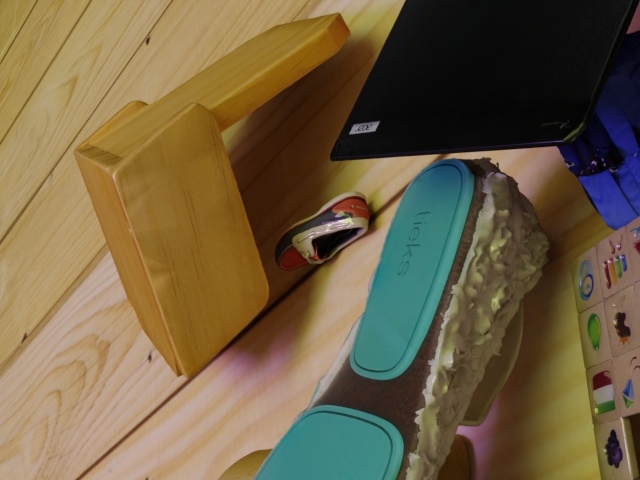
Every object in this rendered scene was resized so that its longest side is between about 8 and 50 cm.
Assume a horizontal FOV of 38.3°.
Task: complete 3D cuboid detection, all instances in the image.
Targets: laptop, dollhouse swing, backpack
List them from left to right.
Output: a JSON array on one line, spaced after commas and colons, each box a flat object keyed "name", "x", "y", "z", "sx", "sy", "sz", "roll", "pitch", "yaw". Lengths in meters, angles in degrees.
[{"name": "dollhouse swing", "x": -0.102, "y": -0.065, "z": 1.088, "sx": 0.347, "sy": 0.305, "sz": 0.315, "roll": 21, "pitch": 130, "yaw": 67}, {"name": "laptop", "x": 0.172, "y": -0.137, "z": 0.633, "sx": 0.234, "sy": 0.264, "sz": 0.136, "roll": 4, "pitch": 101, "yaw": 56}, {"name": "backpack", "x": 0.214, "y": -0.067, "z": 0.603, "sx": 0.098, "sy": 0.120, "sz": 0.101, "roll": -40, "pitch": 18, "yaw": -32}]

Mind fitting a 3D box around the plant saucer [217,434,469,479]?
[{"name": "plant saucer", "x": -0.022, "y": 0.336, "z": 0.794, "sx": 0.333, "sy": 0.081, "sz": 0.333, "roll": -21, "pitch": 57, "yaw": 51}]

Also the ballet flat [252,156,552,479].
[{"name": "ballet flat", "x": 0.066, "y": 0.132, "z": 0.671, "sx": 0.147, "sy": 0.147, "sz": 0.409, "roll": 8, "pitch": 67, "yaw": 57}]

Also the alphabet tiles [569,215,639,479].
[{"name": "alphabet tiles", "x": 0.213, "y": 0.071, "z": 0.531, "sx": 0.237, "sy": 0.009, "sz": 0.198, "roll": 124, "pitch": 146, "yaw": -67}]

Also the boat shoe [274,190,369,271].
[{"name": "boat shoe", "x": 0.000, "y": 0.000, "z": 0.962, "sx": 0.137, "sy": 0.049, "sz": 0.043, "roll": -36, "pitch": 49, "yaw": 36}]
